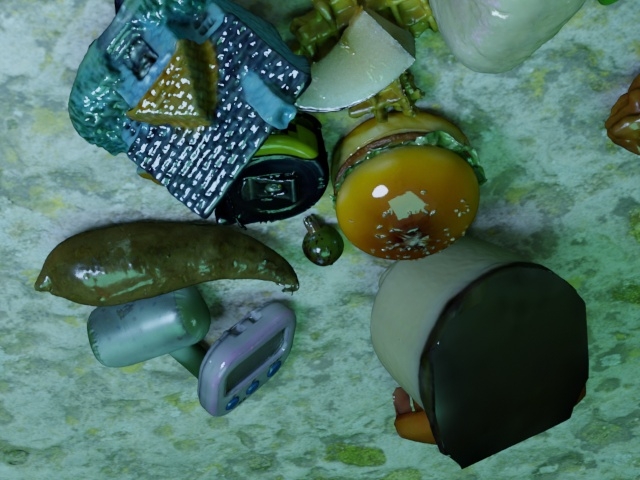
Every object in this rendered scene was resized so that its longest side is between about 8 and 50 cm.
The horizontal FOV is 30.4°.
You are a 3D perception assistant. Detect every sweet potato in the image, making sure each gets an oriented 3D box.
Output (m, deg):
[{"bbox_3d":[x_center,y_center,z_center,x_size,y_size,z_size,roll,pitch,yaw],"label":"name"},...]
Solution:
[{"bbox_3d":[-0.239,0.034,1.869,0.422,0.130,0.130,-2,140,-17],"label":"sweet potato"}]

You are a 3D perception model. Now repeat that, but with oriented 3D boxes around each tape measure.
[{"bbox_3d":[-0.077,-0.111,1.738,0.186,0.112,0.199,-11,142,-2],"label":"tape measure"}]

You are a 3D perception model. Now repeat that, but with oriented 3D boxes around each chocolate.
[{"bbox_3d":[0.243,0.155,1.967,0.314,0.297,0.326,-20,111,-23],"label":"chocolate"}]

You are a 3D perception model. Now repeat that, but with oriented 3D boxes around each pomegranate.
[{"bbox_3d":[0.000,0.003,1.916,0.073,0.073,0.084,-22,139,15],"label":"pomegranate"}]

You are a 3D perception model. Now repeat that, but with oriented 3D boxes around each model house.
[{"bbox_3d":[-0.156,-0.163,1.496,0.226,0.241,0.261,22,110,-43],"label":"model house"}]

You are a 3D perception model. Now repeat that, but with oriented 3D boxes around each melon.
[{"bbox_3d":[0.038,-0.225,1.572,0.098,0.054,0.182,27,128,-24],"label":"melon"}]

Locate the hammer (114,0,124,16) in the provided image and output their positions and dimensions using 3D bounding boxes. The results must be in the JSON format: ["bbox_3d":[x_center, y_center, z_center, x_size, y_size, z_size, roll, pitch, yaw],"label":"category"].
[{"bbox_3d":[-0.263,-0.233,1.609,0.137,0.037,0.290,-3,140,-10],"label":"hammer"}]

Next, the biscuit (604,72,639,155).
[{"bbox_3d":[0.610,-0.229,1.737,0.318,0.110,0.312,10,135,-22],"label":"biscuit"}]

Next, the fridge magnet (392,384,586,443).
[{"bbox_3d":[0.314,0.299,2.201,0.363,0.155,0.363,-10,169,-2],"label":"fridge magnet"}]

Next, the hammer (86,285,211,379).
[{"bbox_3d":[-0.252,0.191,2.072,0.206,0.119,0.335,-19,146,14],"label":"hammer"}]

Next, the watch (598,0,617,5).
[{"bbox_3d":[0.394,-0.382,1.495,0.131,0.165,0.152,33,143,-14],"label":"watch"}]

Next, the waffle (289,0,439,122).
[{"bbox_3d":[0.088,-0.280,1.602,0.260,0.069,0.293,13,134,-26],"label":"waffle"}]

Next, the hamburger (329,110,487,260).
[{"bbox_3d":[0.134,-0.069,1.782,0.246,0.170,0.246,-4,141,-3],"label":"hamburger"}]

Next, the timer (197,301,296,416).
[{"bbox_3d":[-0.131,0.205,2.061,0.208,0.069,0.191,-36,154,-33],"label":"timer"}]

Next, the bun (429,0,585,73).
[{"bbox_3d":[0.225,-0.369,1.329,0.213,0.361,0.361,33,129,-7],"label":"bun"}]
